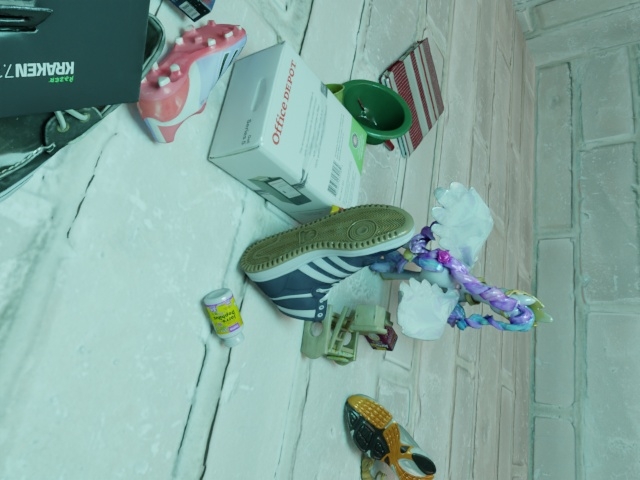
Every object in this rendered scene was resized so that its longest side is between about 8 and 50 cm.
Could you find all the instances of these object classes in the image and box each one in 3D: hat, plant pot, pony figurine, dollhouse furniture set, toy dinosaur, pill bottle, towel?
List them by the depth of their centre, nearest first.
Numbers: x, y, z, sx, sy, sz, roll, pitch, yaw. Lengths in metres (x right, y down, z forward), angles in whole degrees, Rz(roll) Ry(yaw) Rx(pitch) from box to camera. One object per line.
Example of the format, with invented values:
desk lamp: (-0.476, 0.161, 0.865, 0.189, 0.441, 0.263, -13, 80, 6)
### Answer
pill bottle: (-0.141, 0.117, 0.732, 0.043, 0.043, 0.083, -38, 117, -50)
dollhouse furniture set: (0.083, 0.192, 0.940, 0.182, 0.161, 0.101, 29, 63, -49)
plant pot: (0.013, -0.262, 0.977, 0.083, 0.083, 0.079, -53, 140, -44)
pony figurine: (0.261, 0.066, 1.032, 0.351, 0.363, 0.302, 29, 86, -32)
toy dinosaur: (0.116, 0.572, 1.046, 0.112, 0.064, 0.211, 7, 70, -36)
hat: (0.106, -0.246, 1.145, 0.209, 0.183, 0.173, 18, 57, -9)
towel: (0.267, -0.409, 1.384, 0.329, 0.037, 0.237, -51, 129, -42)

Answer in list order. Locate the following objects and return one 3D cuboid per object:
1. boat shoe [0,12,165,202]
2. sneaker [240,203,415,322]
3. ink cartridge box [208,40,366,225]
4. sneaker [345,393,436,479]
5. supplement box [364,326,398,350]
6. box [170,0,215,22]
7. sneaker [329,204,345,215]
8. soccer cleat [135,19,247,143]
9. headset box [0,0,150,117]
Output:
boat shoe: (-0.284, -0.155, 0.495, 0.121, 0.119, 0.335, 55, 45, -36)
sneaker: (0.028, 0.043, 0.798, 0.099, 0.282, 0.153, -87, 156, -49)
ink cartridge box: (-0.041, -0.168, 0.846, 0.273, 0.115, 0.198, 35, 58, -48)
sneaker: (0.135, 0.424, 1.064, 0.099, 0.121, 0.262, -40, 105, -4)
supplement box: (0.131, 0.207, 1.100, 0.083, 0.055, 0.043, 57, 45, -33)
box: (-0.227, -0.440, 0.657, 0.233, 0.044, 0.159, 33, 61, -42)
sneaker: (0.000, 0.000, 0.870, 0.067, 0.175, 0.064, 28, 36, -12)
soccer cleat: (-0.180, -0.239, 0.705, 0.095, 0.083, 0.248, 92, 18, -45)
headset box: (-0.294, -0.190, 0.330, 0.246, 0.283, 0.131, -30, 148, -52)
